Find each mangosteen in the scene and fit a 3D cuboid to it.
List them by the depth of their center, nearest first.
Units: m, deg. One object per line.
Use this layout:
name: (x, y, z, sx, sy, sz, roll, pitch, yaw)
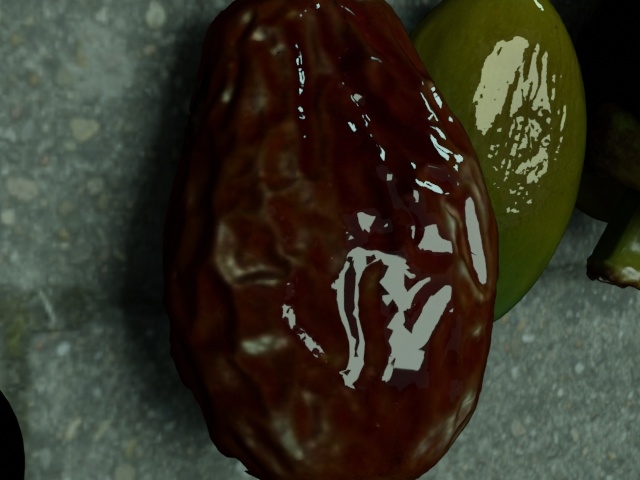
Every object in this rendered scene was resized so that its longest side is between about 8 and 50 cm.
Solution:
mangosteen: (0.286, -0.088, 0.920, 0.275, 0.275, 0.302, 43, 81, -33)

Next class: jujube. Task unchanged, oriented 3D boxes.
jujube: (0.000, 0.000, 0.753, 0.197, 0.197, 0.290, 2, 78, -39)

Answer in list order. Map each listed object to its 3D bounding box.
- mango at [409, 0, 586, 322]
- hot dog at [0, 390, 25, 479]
mango: (0.114, -0.054, 0.886, 0.137, 0.091, 0.237, -10, 108, -14)
hot dog: (-0.264, -0.002, 0.592, 0.194, 0.107, 0.326, -18, 115, -26)
